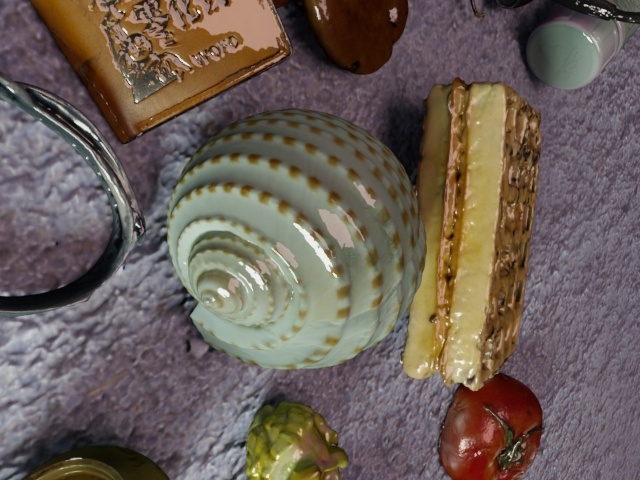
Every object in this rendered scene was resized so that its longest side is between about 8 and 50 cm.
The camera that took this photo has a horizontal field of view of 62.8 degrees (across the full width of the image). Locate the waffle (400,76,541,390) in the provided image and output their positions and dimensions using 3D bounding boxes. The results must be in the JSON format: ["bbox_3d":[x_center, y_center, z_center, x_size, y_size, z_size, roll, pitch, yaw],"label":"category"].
[{"bbox_3d":[0.211,-0.010,0.717,0.261,0.114,0.376,-6,102,-57],"label":"waffle"}]

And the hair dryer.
[{"bbox_3d":[0.386,-0.374,0.778,0.195,0.219,0.075,-44,159,-26],"label":"hair dryer"}]

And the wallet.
[{"bbox_3d":[-0.138,-0.203,0.476,0.195,0.042,0.161,-30,116,-6],"label":"wallet"}]

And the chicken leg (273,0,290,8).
[{"bbox_3d":[-0.061,-0.288,0.547,0.219,0.048,0.090,-10,108,-35],"label":"chicken leg"}]

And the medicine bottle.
[{"bbox_3d":[0.431,-0.342,0.853,0.168,0.135,0.135,-48,123,-20],"label":"medicine bottle"}]

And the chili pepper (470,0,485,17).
[{"bbox_3d":[0.195,-0.440,0.710,0.059,0.050,0.268,-19,110,-16],"label":"chili pepper"}]

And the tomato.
[{"bbox_3d":[0.317,0.347,0.926,0.228,0.101,0.228,-10,107,-33],"label":"tomato"}]

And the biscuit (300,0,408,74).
[{"bbox_3d":[0.046,-0.302,0.603,0.212,0.036,0.212,-18,113,-51],"label":"biscuit"}]

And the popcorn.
[{"bbox_3d":[-0.035,0.270,0.630,0.126,0.126,0.145,52,43,-58],"label":"popcorn"}]

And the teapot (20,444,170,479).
[{"bbox_3d":[-0.223,0.296,0.486,0.269,0.173,0.183,-13,141,-11],"label":"teapot"}]

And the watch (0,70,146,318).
[{"bbox_3d":[-0.257,-0.037,0.440,0.193,0.068,0.206,-25,117,-34],"label":"watch"}]

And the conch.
[{"bbox_3d":[0.007,0.007,0.561,0.319,0.215,0.303,-25,123,-30],"label":"conch"}]
